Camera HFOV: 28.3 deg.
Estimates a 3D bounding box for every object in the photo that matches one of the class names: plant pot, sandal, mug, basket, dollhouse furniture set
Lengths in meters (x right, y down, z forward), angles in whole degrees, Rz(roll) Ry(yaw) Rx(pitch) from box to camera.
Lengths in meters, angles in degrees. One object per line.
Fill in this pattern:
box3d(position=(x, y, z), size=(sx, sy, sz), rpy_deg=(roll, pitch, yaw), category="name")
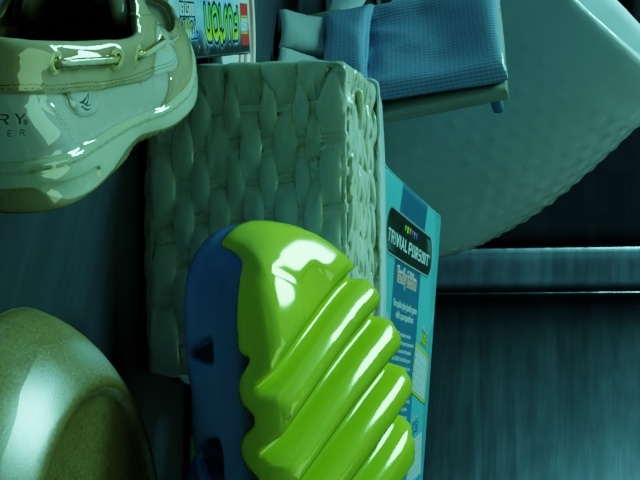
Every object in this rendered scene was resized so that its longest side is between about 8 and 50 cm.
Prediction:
box3d(position=(-0.089, 0.141, 0.434), size=(0.236, 0.032, 0.236), rpy_deg=(0, 90, -83), category="plant pot")
box3d(position=(-0.030, 0.147, 0.561), size=(0.126, 0.138, 0.318), rpy_deg=(-24, 113, -57), category="sandal")
box3d(position=(0.141, -0.182, 1.368), size=(0.276, 0.328, 0.374), rpy_deg=(13, 37, -52), category="mug")
box3d(position=(-0.028, -0.008, 0.648), size=(0.103, 0.113, 0.167), rpy_deg=(26, 64, -78), category="basket")
box3d(position=(0.089, -0.241, 1.035), size=(0.198, 0.286, 0.303), rpy_deg=(66, 21, -43), category="dollhouse furniture set")

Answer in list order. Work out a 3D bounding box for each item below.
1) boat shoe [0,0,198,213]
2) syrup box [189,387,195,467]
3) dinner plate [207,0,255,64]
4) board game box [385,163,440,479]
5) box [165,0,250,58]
box3d(position=(-0.077, -0.064, 0.418), size=(0.170, 0.063, 0.059), rpy_deg=(-75, 169, -66), category="boat shoe")
box3d(position=(-0.023, 0.065, 0.746), size=(0.093, 0.096, 0.237), rpy_deg=(51, 38, -83), category="syrup box")
box3d(position=(-0.059, -0.145, 0.805), size=(0.141, 0.017, 0.141), rpy_deg=(0, 90, -84), category="dinner plate")
box3d(position=(0.025, 0.125, 0.986), size=(0.254, 0.079, 0.336), rpy_deg=(29, 65, -73), category="board game box")
box3d(position=(-0.069, -0.145, 0.619), size=(0.207, 0.036, 0.114), rpy_deg=(-59, 147, -78), category="box")
